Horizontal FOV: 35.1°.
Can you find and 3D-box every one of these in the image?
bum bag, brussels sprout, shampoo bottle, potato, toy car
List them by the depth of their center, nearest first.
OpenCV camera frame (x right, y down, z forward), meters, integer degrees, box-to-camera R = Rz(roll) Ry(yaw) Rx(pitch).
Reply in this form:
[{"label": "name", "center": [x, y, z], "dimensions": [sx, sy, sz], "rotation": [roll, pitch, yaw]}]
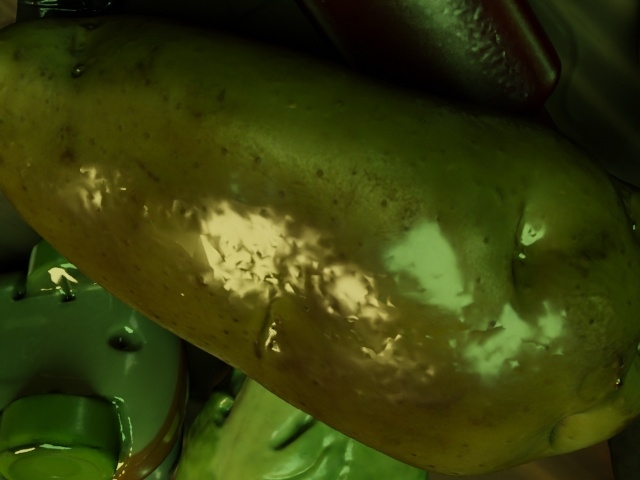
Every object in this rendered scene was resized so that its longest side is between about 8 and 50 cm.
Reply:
[{"label": "potato", "center": [0.000, 0.000, 0.501], "dimensions": [0.369, 0.195, 0.176], "rotation": [22, 89, 2]}, {"label": "shampoo bottle", "center": [0.050, -0.120, 0.522], "dimensions": [0.102, 0.064, 0.260], "rotation": [-28, 117, 21]}, {"label": "bum bag", "center": [-0.141, -0.091, 0.559], "dimensions": [0.058, 0.034, 0.124], "rotation": [9, 123, -10]}, {"label": "brussels sprout", "center": [-0.012, 0.147, 0.640], "dimensions": [0.162, 0.144, 0.180], "rotation": [-7, 119, 8]}, {"label": "toy car", "center": [-0.176, 0.119, 0.643], "dimensions": [0.235, 0.145, 0.235], "rotation": [-1, 143, -1]}]

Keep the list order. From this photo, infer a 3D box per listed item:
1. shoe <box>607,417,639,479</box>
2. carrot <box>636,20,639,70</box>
[{"label": "shoe", "center": [0.277, 0.064, 0.576], "dimensions": [0.237, 0.171, 0.384], "rotation": [4, 117, 7]}, {"label": "carrot", "center": [0.199, -0.049, 0.502], "dimensions": [0.072, 0.205, 0.072], "rotation": [-14, 154, -7]}]
